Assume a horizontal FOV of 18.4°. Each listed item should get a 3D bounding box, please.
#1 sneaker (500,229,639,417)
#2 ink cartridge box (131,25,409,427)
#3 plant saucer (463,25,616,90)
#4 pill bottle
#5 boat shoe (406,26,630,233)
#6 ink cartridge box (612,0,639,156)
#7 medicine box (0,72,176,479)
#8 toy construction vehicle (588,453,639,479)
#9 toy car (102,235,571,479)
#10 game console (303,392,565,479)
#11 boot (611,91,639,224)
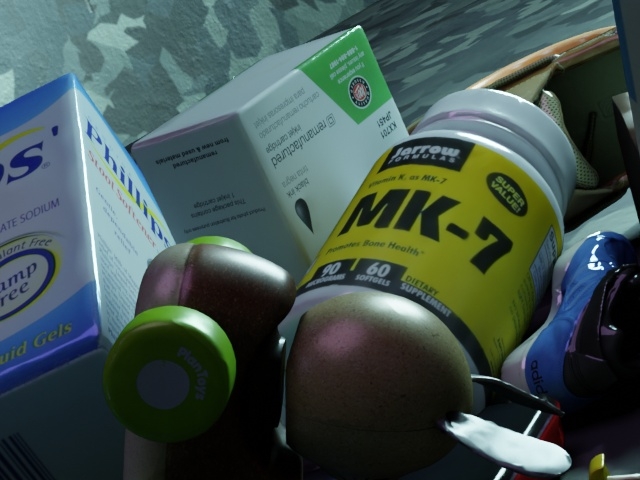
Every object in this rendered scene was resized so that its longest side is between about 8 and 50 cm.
[{"bbox_3d":[0.157,0.035,1.026,0.084,0.058,0.152,-25,14,39],"label":"sneaker"},{"bbox_3d":[0.000,0.000,1.173,0.087,0.208,0.153,-15,17,37],"label":"ink cartridge box"},{"bbox_3d":[0.195,-0.135,1.791,0.200,0.037,0.200,-25,12,6],"label":"plant saucer"},{"bbox_3d":[0.063,0.015,1.077,0.119,0.119,0.208,-18,28,38],"label":"pill bottle"},{"bbox_3d":[0.142,-0.062,1.256,0.324,0.122,0.120,-32,-5,8],"label":"boat shoe"},{"bbox_3d":[0.280,-0.116,0.812,0.197,0.198,0.270,23,55,38],"label":"ink cartridge box"},{"bbox_3d":[-0.227,0.072,1.254,0.263,0.149,0.289,-25,38,8],"label":"medicine box"},{"bbox_3d":[0.157,0.099,0.822,0.098,0.035,0.086,-26,22,16],"label":"toy construction vehicle"},{"bbox_3d":[0.011,0.080,0.842,0.188,0.149,0.155,5,14,3],"label":"toy car"},{"bbox_3d":[-0.093,0.192,0.890,0.386,0.060,0.342,-21,13,24],"label":"game console"},{"bbox_3d":[0.224,-0.013,1.002,0.115,0.112,0.305,-22,21,1],"label":"boot"}]
